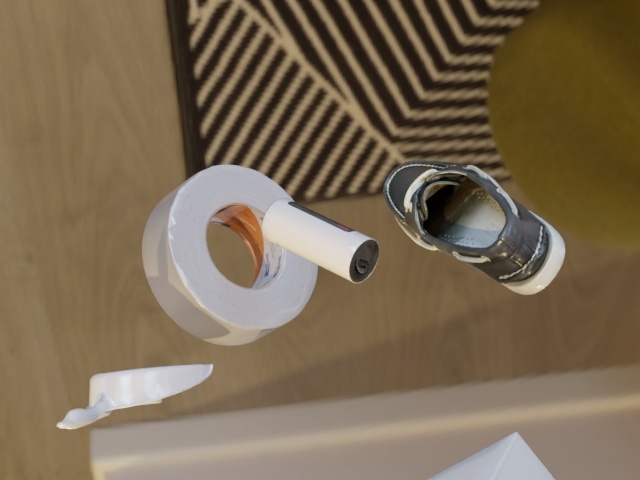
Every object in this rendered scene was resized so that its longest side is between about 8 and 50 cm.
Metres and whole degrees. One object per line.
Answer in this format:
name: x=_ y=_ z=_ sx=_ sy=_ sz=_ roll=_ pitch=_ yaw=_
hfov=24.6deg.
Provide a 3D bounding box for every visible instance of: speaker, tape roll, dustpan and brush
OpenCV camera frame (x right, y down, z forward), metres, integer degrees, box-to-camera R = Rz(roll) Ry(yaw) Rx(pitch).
speaker: x=0.000 y=0.000 z=1.669 sx=0.055 sy=0.136 sz=0.055 roll=-30 pitch=133 yaw=-39
tape roll: x=-0.112 y=0.018 z=1.849 sx=0.219 sy=0.219 sz=0.072 roll=25 pitch=148 yaw=-26
dustpan and brush: x=-0.238 y=0.184 z=1.725 sx=0.147 sy=0.060 sz=0.211 roll=-9 pitch=174 yaw=31

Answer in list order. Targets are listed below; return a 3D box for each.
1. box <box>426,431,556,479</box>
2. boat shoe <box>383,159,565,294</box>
box: x=0.185 y=0.390 z=1.364 sx=0.215 sy=0.168 sz=0.345 roll=-34 pitch=97 yaw=32
boat shoe: x=0.149 y=-0.037 z=1.617 sx=0.091 sy=0.302 sz=0.114 roll=32 pitch=87 yaw=-35
